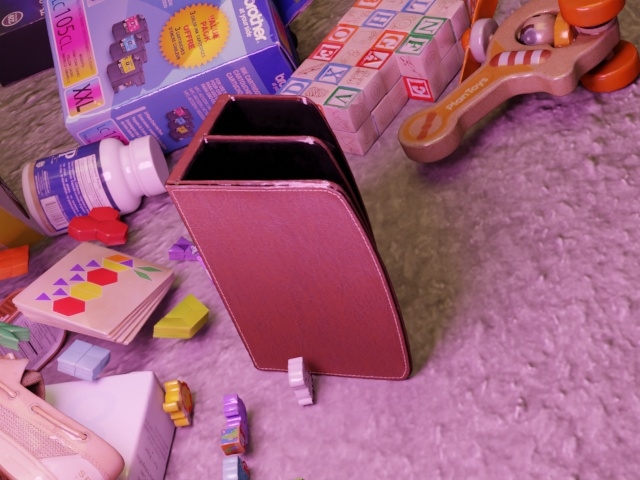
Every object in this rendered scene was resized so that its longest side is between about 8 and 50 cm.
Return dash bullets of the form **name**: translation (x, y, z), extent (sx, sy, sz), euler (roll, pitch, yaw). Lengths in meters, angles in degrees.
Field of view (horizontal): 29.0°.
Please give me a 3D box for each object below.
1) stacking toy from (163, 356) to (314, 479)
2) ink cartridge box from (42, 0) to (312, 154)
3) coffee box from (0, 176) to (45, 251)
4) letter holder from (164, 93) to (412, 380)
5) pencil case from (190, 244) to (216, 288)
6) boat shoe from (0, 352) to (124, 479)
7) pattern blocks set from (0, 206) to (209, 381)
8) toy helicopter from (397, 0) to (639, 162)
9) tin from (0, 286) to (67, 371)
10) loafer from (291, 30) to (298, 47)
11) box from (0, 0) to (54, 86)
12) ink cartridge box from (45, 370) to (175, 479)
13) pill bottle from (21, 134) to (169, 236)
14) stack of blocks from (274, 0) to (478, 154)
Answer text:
- **stacking toy**: translation (-0.093, 0.232, 1.357), extent (0.167, 0.052, 0.221), euler (-12, 45, 11)
- **ink cartridge box**: translation (-0.188, -0.302, 1.831), extent (0.396, 0.151, 0.270), euler (-20, 61, 6)
- **coffee box**: translation (-0.598, -0.048, 1.543), extent (0.338, 0.337, 0.334), euler (-39, 85, -6)
- **letter holder**: translation (0.000, 0.000, 1.370), extent (0.215, 0.301, 0.152), euler (3, 46, 26)
- **pencil case**: translation (-0.056, 0.001, 1.569), extent (0.206, 0.086, 0.088), euler (-26, 20, -6)
- **boat shoe**: translation (-0.346, 0.185, 1.345), extent (0.341, 0.121, 0.110), euler (34, 63, 31)
- **pattern blocks set**: translation (-0.275, 0.063, 1.546), extent (0.285, 0.026, 0.325), euler (22, 32, 23)
- **toy helicopter**: translation (0.235, -0.229, 1.647), extent (0.355, 0.140, 0.235), euler (-39, 41, -15)
- **tin**: translation (-0.394, 0.141, 1.550), extent (0.040, 0.106, 0.189), euler (26, 60, 33)
- **loafer**: translation (-0.119, -0.293, 1.933), extent (0.170, 0.062, 0.061), euler (-20, 36, 1)
- **box**: translation (-0.507, -0.407, 2.204), extent (0.184, 0.103, 0.261), euler (-24, 40, 3)
- **ink cartridge box**: translation (-0.341, 0.325, 1.335), extent (0.308, 0.091, 0.385), euler (-9, 41, 16)
- **pill bottle**: translation (-0.314, -0.082, 1.750), extent (0.187, 0.112, 0.112), euler (-16, 41, 6)
- **stack of blocks**: translation (0.092, -0.255, 1.772), extent (0.171, 0.087, 0.297), euler (14, 52, 36)
